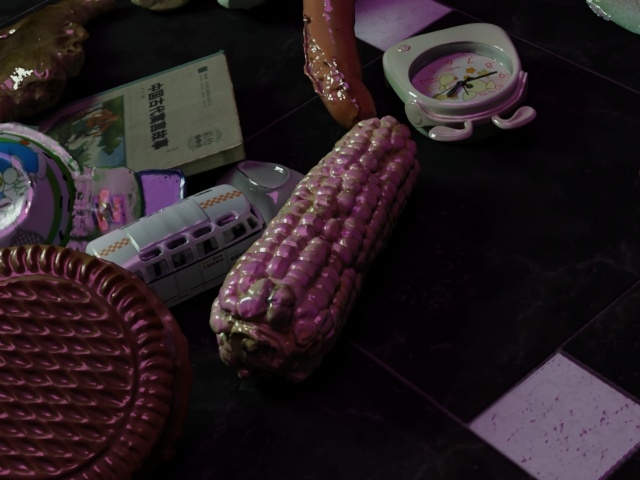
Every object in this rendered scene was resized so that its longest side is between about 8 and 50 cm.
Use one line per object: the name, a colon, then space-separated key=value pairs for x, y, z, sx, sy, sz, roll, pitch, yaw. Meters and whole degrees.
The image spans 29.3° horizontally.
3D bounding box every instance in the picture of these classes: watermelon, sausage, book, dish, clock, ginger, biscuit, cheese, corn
watermelon: x=0.402 y=-0.298 z=1.485 sx=0.081 sy=0.094 sz=0.180 roll=-27 pitch=60 yaw=-23
sausage: x=0.014 y=-0.259 z=1.467 sx=0.078 sy=0.078 sz=0.304 roll=-8 pitch=66 yaw=2
book: x=-0.231 y=-0.120 z=1.431 sx=0.282 sy=0.025 sz=0.215 roll=-19 pitch=41 yaw=3
dish: x=-0.064 y=-0.063 z=1.348 sx=0.137 sy=0.039 sz=0.091 roll=28 pitch=54 yaw=35
clock: x=0.162 y=-0.171 z=1.405 sx=0.151 sy=0.062 sz=0.191 roll=-13 pitch=43 yaw=-5
ginger: x=-0.368 y=-0.236 z=1.563 sx=0.166 sy=0.080 sz=0.333 roll=-8 pitch=38 yaw=8
biscuit: x=-0.238 y=0.124 z=1.066 sx=0.259 sy=0.079 sz=0.259 roll=3 pitch=75 yaw=-12
cheese: x=-0.304 y=-0.034 z=1.310 sx=0.320 sy=0.083 sz=0.204 roll=-1 pitch=70 yaw=-1
corn: x=0.001 y=-0.001 z=1.212 sx=0.126 sy=0.127 sz=0.335 roll=10 pitch=44 yaw=21

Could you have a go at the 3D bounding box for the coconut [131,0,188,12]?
coconut: x=-0.219 y=-0.384 z=1.675 sx=0.116 sy=0.116 sz=0.122 roll=-6 pitch=42 yaw=5

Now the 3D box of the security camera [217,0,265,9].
security camera: x=-0.037 y=-0.417 z=1.625 sx=0.236 sy=0.194 sz=0.194 roll=-15 pitch=42 yaw=-10

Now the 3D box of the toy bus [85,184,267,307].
toy bus: x=-0.142 y=0.011 z=1.246 sx=0.194 sy=0.089 sz=0.087 roll=-25 pitch=44 yaw=-17
